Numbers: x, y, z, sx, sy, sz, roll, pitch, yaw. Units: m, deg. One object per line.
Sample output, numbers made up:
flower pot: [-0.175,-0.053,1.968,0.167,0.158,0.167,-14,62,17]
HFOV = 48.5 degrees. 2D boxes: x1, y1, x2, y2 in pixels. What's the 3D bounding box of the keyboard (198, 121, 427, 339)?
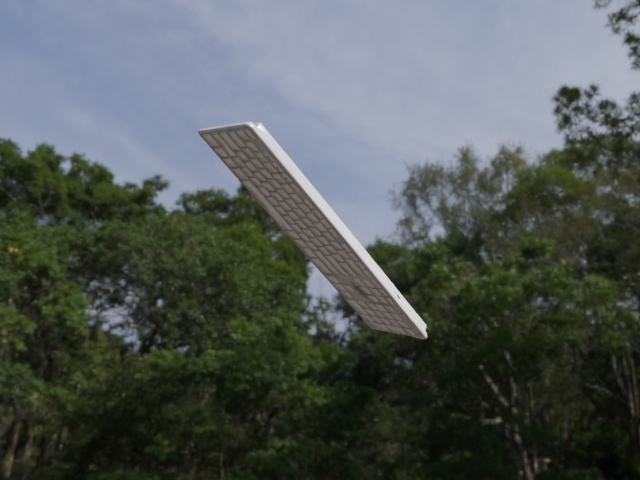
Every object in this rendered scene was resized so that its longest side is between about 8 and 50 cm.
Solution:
keyboard: [0.000,0.000,0.584,0.072,0.014,0.256,-3,-43,46]
